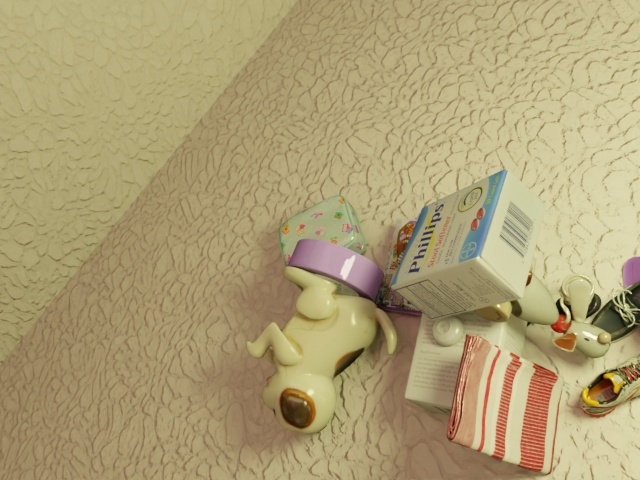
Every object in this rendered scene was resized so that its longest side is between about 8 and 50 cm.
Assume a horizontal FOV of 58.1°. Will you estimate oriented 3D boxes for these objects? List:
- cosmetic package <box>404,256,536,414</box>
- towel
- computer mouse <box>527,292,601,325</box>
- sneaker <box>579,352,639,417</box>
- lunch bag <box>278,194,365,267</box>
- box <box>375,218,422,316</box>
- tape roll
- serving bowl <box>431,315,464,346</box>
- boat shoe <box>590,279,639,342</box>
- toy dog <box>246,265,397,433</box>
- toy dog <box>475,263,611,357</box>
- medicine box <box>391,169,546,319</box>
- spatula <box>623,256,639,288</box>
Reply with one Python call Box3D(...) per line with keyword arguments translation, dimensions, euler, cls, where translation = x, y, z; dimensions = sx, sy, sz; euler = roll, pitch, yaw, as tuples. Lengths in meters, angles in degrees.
Box3D(translation=(0.393, 0.220, 1.487), dimensions=(0.230, 0.161, 0.453), euler=(-1, 64, 39), cls="cosmetic package")
Box3D(translation=(0.429, 0.375, 1.299), dimensions=(0.037, 0.329, 0.237), euler=(-16, 52, 57), cls="towel")
Box3D(translation=(0.598, 0.191, 1.482), dimensions=(0.242, 0.041, 0.071), euler=(-21, 53, 27), cls="computer mouse")
Box3D(translation=(0.693, 0.323, 1.307), dimensions=(0.225, 0.093, 0.088), euler=(-38, 51, 6), cls="sneaker")
Box3D(translation=(0.000, 0.000, 1.896), dimensions=(0.279, 0.108, 0.224), euler=(-27, 58, 17), cls="lunch bag")
Box3D(translation=(0.292, 0.078, 1.708), dimensions=(0.201, 0.057, 0.293), euler=(4, 66, 34), cls="box")
Box3D(translation=(0.043, 0.095, 1.679), dimensions=(0.275, 0.275, 0.090), euler=(11, 71, 35), cls="tape roll")
Box3D(translation=(0.310, 0.218, 1.421), dimensions=(0.083, 0.027, 0.083), euler=(-20, 53, 29), cls="serving bowl")
Box3D(translation=(0.746, 0.155, 1.367), dimensions=(0.254, 0.079, 0.095), euler=(-39, 59, 18), cls="boat shoe")
Box3D(translation=(-0.011, 0.341, 1.639), dimensions=(0.395, 0.284, 0.408), euler=(20, 74, 12), cls="toy dog")
Box3D(translation=(0.527, 0.144, 1.308), dimensions=(0.333, 0.161, 0.220), euler=(11, 71, -8), cls="toy dog")
Box3D(translation=(0.340, 0.017, 1.340), dimensions=(0.289, 0.149, 0.263), euler=(-27, 31, 53), cls="medicine box")
Box3D(translation=(0.887, 0.075, 1.371), dimensions=(0.296, 0.030, 0.084), euler=(-3, 75, 28), cls="spatula")
